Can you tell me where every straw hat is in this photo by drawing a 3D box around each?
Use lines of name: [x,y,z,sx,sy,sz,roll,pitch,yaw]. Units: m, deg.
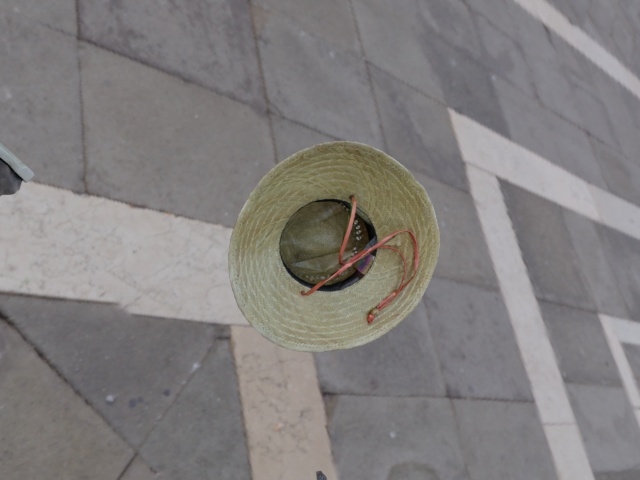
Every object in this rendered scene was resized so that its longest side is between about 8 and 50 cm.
straw hat: [0.000,0.000,0.485,0.144,0.144,0.061,36,1,-30]

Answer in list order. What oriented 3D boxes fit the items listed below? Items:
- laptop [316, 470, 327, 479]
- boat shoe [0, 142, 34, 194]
laptop: [-0.042,0.336,0.617,0.264,0.136,0.235,118,-32,-82]
boat shoe: [-0.491,-0.108,1.012,0.127,0.340,0.113,41,80,-5]
